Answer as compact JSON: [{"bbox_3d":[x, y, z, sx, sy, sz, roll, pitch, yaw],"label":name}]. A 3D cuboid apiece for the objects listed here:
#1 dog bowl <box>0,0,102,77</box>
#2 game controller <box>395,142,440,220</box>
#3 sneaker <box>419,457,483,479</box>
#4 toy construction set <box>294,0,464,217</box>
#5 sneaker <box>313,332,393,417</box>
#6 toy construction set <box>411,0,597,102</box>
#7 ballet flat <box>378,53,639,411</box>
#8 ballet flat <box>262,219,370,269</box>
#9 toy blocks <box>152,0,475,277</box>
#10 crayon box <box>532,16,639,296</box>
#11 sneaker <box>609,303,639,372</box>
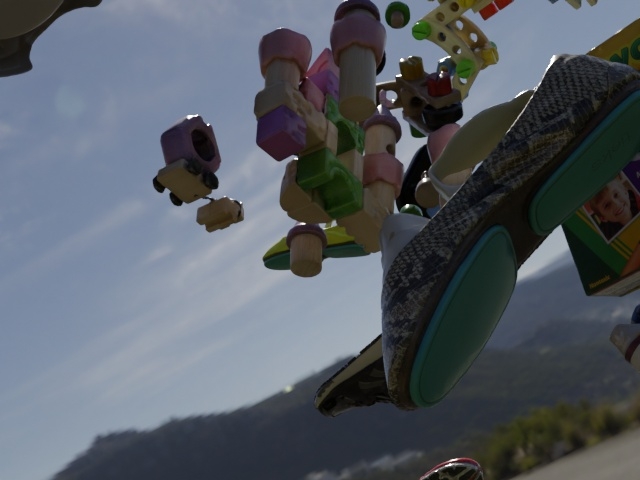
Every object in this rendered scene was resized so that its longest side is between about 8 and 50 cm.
[{"bbox_3d":[-0.437,-0.398,1.627,0.348,0.102,0.349,-33,-42,-36],"label":"dog bowl"},{"bbox_3d":[0.251,-0.033,2.294,0.067,0.319,0.166,4,53,49],"label":"game controller"},{"bbox_3d":[0.190,0.445,2.116,0.279,0.107,0.118,-54,7,39],"label":"sneaker"},{"bbox_3d":[0.102,-0.172,1.783,0.257,0.309,0.237,-35,18,16],"label":"toy construction set"},{"bbox_3d":[0.101,0.209,1.783,0.107,0.124,0.283,-28,-13,-50],"label":"sneaker"},{"bbox_3d":[0.291,-0.387,2.031,0.327,0.215,0.151,-32,4,27],"label":"toy construction set"},{"bbox_3d":[0.180,-0.027,1.353,0.483,0.182,0.164,-50,-37,-18],"label":"ballet flat"},{"bbox_3d":[0.000,0.000,2.137,0.231,0.077,0.077,-11,-27,34],"label":"ballet flat"},{"bbox_3d":[0.003,-0.150,1.515,0.308,0.260,0.288,-22,-43,27],"label":"toy blocks"},{"bbox_3d":[0.471,-0.138,1.644,0.106,0.313,0.363,4,-28,-44],"label":"crayon box"},{"bbox_3d":[0.326,0.074,1.080,0.185,0.084,0.070,-17,-42,-52],"label":"sneaker"}]
